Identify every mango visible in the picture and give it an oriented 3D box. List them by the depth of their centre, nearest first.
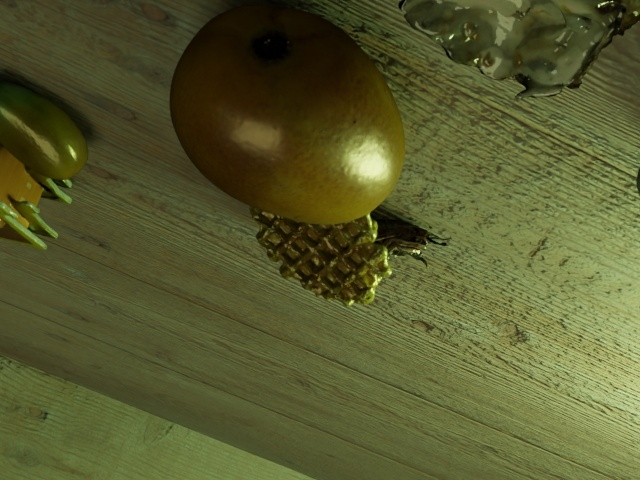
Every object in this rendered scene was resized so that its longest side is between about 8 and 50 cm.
[{"bbox_3d":[-0.028,-0.135,1.152,0.263,0.221,0.378,1,158,22],"label":"mango"},{"bbox_3d":[-0.454,-0.176,1.461,0.130,0.092,0.195,-4,140,38],"label":"mango"}]

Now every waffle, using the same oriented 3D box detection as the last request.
[{"bbox_3d":[0.000,0.000,1.445,0.243,0.059,0.238,15,130,27],"label":"waffle"}]

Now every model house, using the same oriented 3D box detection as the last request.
[{"bbox_3d":[-0.620,-0.067,1.613,0.312,0.243,0.357,30,149,-26],"label":"model house"}]

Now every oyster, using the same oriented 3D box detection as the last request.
[{"bbox_3d":[0.201,-0.246,0.946,0.223,0.083,0.214,31,147,-11],"label":"oyster"}]

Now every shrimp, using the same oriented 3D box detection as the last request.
[{"bbox_3d":[0.112,0.003,1.461,0.190,0.075,0.073,-2,114,18],"label":"shrimp"}]

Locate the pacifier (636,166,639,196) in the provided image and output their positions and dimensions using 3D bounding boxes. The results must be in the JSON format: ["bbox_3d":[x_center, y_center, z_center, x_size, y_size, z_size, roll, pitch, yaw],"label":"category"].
[{"bbox_3d":[0.496,0.011,1.079,0.273,0.220,0.332,24,138,-11],"label":"pacifier"}]
